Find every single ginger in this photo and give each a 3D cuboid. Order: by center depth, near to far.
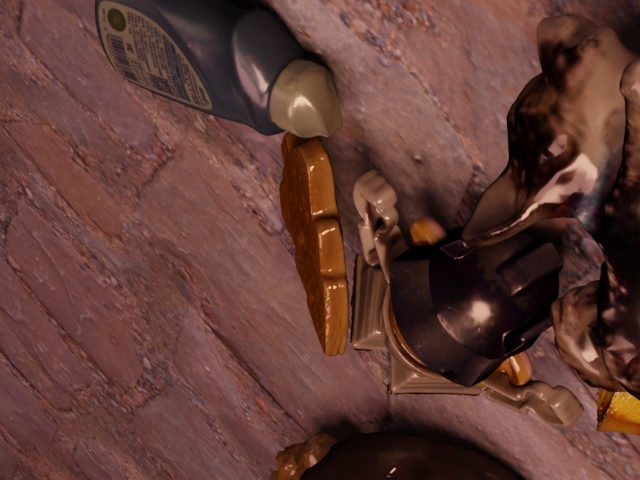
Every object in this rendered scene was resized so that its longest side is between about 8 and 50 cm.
[{"bbox_3d":[0.007,0.315,2.246,0.157,0.102,0.216,21,147,-5],"label":"ginger"}]

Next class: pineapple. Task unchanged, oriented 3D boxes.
[{"bbox_3d":[0.305,0.159,1.641,0.114,0.077,0.114,30,155,6],"label":"pineapple"}]

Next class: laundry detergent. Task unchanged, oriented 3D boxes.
[{"bbox_3d":[-0.095,-0.185,1.762,0.290,0.094,0.143,26,140,32],"label":"laundry detergent"}]

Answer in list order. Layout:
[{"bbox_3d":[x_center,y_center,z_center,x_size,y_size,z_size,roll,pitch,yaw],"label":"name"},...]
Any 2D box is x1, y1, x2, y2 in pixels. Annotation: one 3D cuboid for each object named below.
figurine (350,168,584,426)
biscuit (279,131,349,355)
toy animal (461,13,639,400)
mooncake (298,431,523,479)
[{"bbox_3d":[0.132,0.068,1.695,0.308,0.143,0.308,27,162,10],"label":"figurine"},{"bbox_3d":[0.000,0.000,1.800,0.212,0.041,0.239,128,131,-74],"label":"biscuit"},{"bbox_3d":[0.243,-0.017,1.364,0.302,0.194,0.344,-11,112,53],"label":"toy animal"},{"bbox_3d":[0.100,0.407,2.059,0.350,0.212,0.381,2,133,43],"label":"mooncake"}]
